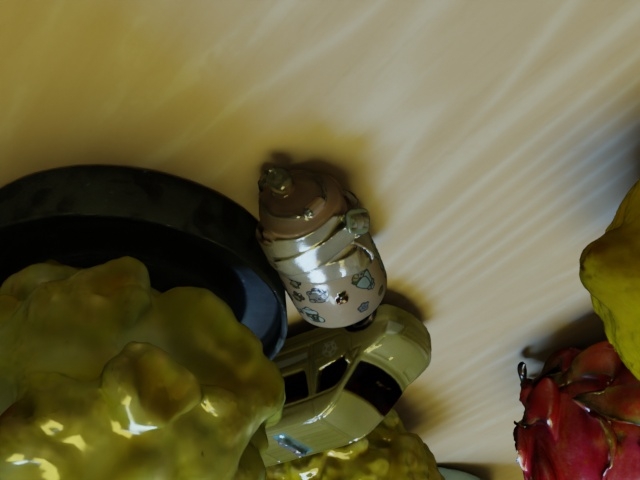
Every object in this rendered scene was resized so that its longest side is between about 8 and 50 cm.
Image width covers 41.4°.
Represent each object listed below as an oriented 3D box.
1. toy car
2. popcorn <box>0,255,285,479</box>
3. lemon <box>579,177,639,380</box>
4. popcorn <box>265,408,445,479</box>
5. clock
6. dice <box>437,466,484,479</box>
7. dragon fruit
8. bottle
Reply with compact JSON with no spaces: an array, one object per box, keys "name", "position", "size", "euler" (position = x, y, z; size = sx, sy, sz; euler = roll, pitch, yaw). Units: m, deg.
[{"name":"toy car","position":[-0.005,0.158,0.896],"size":[0.257,0.124,0.101],"euler":[-23,138,27]},{"name":"popcorn","position":[-0.173,0.151,0.659],"size":[0.312,0.312,0.312],"euler":[0,142,0]},{"name":"lemon","position":[0.353,0.033,0.649],"size":[0.320,0.245,0.245],"euler":[7,141,-3]},{"name":"popcorn","position":[0.029,0.316,1.022],"size":[0.249,0.225,0.249],"euler":[-5,145,-3]},{"name":"clock","position":[-0.188,0.054,0.809],"size":[0.319,0.066,0.319],"euler":[0,142,0]},{"name":"dice","position":[0.134,0.497,1.217],"size":[0.263,0.264,0.268],"euler":[0,141,-1]},{"name":"dragon fruit","position":[0.327,0.205,0.884],"size":[0.243,0.227,0.307],"euler":[-8,139,2]},{"name":"bottle","position":[-0.001,0.001,0.724],"size":[0.099,0.099,0.152],"euler":[-11,137,12]}]
